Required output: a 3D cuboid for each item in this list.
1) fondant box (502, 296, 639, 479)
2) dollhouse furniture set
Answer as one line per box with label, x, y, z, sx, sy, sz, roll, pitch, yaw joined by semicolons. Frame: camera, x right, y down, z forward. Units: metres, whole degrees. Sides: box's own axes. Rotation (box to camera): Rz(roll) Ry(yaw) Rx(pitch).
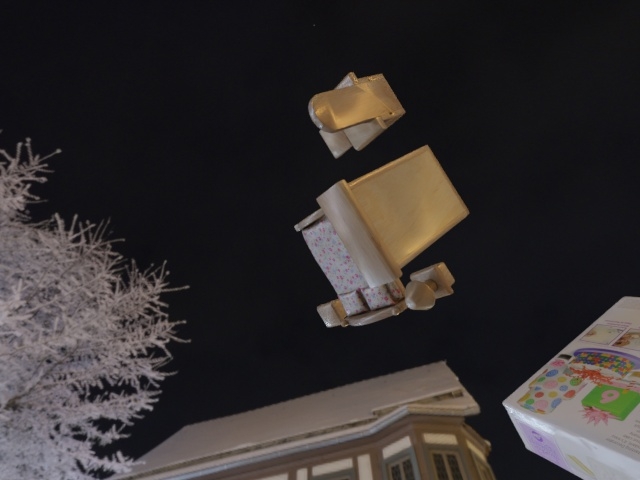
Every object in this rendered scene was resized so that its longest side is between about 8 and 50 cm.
fondant box;0.478;0.211;0.584;0.331;0.238;0.096;-29;-84;-17
dollhouse furniture set;0.000;0.000;0.589;0.356;0.174;0.303;-31;-91;50
